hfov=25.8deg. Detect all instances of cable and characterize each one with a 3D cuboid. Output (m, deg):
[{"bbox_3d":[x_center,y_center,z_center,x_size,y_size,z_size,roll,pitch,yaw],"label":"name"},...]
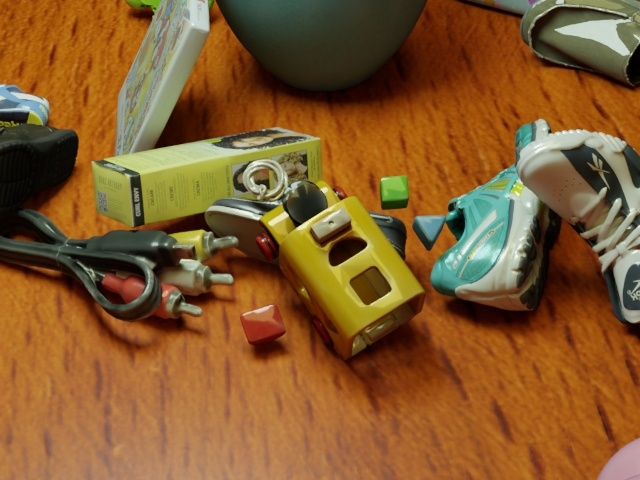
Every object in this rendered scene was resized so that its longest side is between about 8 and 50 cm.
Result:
[{"bbox_3d":[-0.229,0.032,1.405,0.287,0.072,0.139,2,43,26],"label":"cable"}]

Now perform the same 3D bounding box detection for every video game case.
[{"bbox_3d":[-0.178,-0.193,1.551,0.026,0.227,0.206,19,33,-19],"label":"video game case"}]

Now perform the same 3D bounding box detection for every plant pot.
[{"bbox_3d":[0.003,-0.297,1.691,0.290,0.195,0.290,-2,37,1],"label":"plant pot"}]

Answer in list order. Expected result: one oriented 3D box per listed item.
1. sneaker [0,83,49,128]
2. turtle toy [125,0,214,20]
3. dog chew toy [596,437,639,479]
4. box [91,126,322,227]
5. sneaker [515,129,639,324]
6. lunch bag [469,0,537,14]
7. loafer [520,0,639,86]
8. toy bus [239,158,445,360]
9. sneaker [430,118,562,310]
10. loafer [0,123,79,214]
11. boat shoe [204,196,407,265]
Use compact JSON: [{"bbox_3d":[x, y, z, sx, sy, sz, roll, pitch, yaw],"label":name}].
[{"bbox_3d":[-0.385,-0.155,1.644,0.144,0.053,0.059,13,40,6],"label":"sneaker"},{"bbox_3d":[-0.196,-0.324,1.836,0.130,0.095,0.066,1,16,3],"label":"turtle toy"},{"bbox_3d":[0.249,0.252,0.957,0.206,0.207,0.332,5,30,10],"label":"dog chew toy"},{"bbox_3d":[-0.115,-0.069,1.458,0.232,0.058,0.087,-15,20,-34],"label":"box"},{"bbox_3d":[0.285,0.000,1.314,0.094,0.235,0.153,-36,39,30],"label":"sneaker"},{"bbox_3d":[0.319,-0.413,1.864,0.223,0.160,0.262,20,48,27],"label":"lunch bag"},{"bbox_3d":[0.363,-0.240,1.682,0.251,0.094,0.087,8,34,13],"label":"loafer"},{"bbox_3d":[0.011,0.007,1.302,0.202,0.104,0.191,10,71,2],"label":"toy bus"},{"bbox_3d":[0.183,-0.036,1.420,0.110,0.107,0.275,2,36,21],"label":"sneaker"},{"bbox_3d":[-0.337,-0.080,1.481,0.078,0.080,0.220,16,13,14],"label":"loafer"},{"bbox_3d":[-0.012,-0.013,1.407,0.206,0.075,0.065,14,59,9],"label":"boat shoe"}]
